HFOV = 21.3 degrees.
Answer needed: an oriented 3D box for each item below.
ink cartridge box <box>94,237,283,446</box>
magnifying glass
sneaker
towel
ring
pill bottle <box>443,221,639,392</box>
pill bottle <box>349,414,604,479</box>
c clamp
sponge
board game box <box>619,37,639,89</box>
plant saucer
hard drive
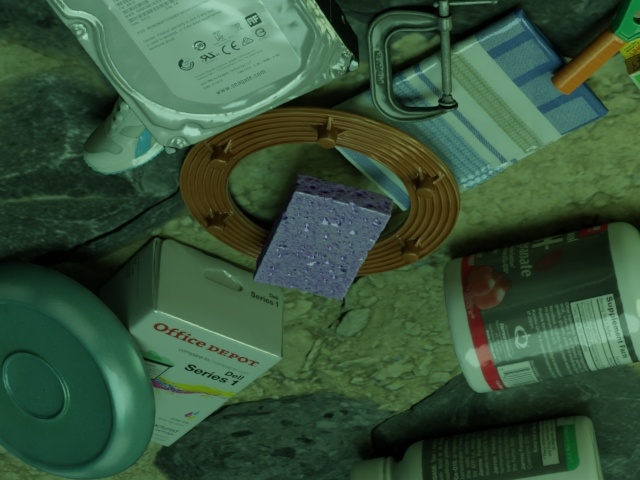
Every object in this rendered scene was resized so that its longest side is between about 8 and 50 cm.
[{"bbox_3d":[-0.205,0.138,2.218,0.201,0.117,0.278,23,137,-29],"label":"ink cartridge box"},{"bbox_3d":[0.335,-0.237,1.812,0.092,0.026,0.231,25,126,-32],"label":"magnifying glass"},{"bbox_3d":[-0.184,-0.158,1.863,0.228,0.087,0.092,-34,127,25],"label":"sneaker"},{"bbox_3d":[0.159,-0.143,1.941,0.285,0.034,0.209,-27,135,26],"label":"towel"},{"bbox_3d":[-0.003,-0.044,2.019,0.336,0.032,0.336,5,147,3],"label":"ring"},{"bbox_3d":[0.326,0.076,2.122,0.318,0.176,0.176,-13,142,13],"label":"pill bottle"},{"bbox_3d":[0.236,0.382,2.504,0.361,0.204,0.204,-10,143,10],"label":"pill bottle"},{"bbox_3d":[0.117,-0.193,1.843,0.137,0.022,0.161,5,126,5],"label":"c clamp"},{"bbox_3d":[0.000,0.000,2.028,0.117,0.031,0.210,14,146,-9],"label":"sponge"},{"bbox_3d":[0.448,-0.164,1.932,0.124,0.039,0.259,-24,136,25],"label":"board game box"},{"bbox_3d":[-0.355,0.178,2.172,0.317,0.044,0.318,14,121,24],"label":"plant saucer"},{"bbox_3d":[-0.140,-0.256,1.677,0.237,0.064,0.339,-22,128,17],"label":"hard drive"}]
